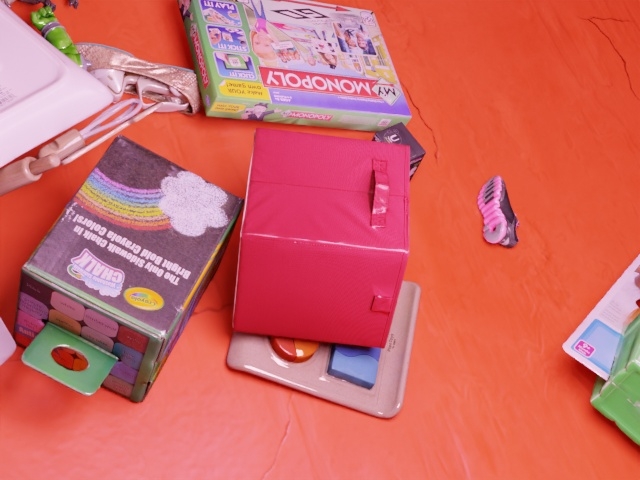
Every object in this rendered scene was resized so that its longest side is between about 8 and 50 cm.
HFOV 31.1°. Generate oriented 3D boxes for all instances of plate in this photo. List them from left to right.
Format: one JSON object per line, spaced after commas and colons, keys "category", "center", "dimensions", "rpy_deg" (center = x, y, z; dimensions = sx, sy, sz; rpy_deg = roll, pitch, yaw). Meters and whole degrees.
{"category": "plate", "center": [-0.442, -0.206, 1.414], "dimensions": [0.278, 0.045, 0.277], "rpy_deg": [39, 51, 17]}

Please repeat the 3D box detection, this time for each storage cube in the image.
{"category": "storage cube", "center": [0.000, 0.000, 1.404], "dimensions": [0.193, 0.215, 0.184], "rpy_deg": [7, 49, -3]}

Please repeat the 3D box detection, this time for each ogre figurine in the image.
{"category": "ogre figurine", "center": [-0.394, -0.217, 1.533], "dimensions": [0.118, 0.097, 0.197], "rpy_deg": [34, 48, 15]}

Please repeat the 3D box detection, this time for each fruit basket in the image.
{"category": "fruit basket", "center": [0.532, 0.154, 1.549], "dimensions": [0.327, 0.165, 0.353], "rpy_deg": [42, 51, 12]}

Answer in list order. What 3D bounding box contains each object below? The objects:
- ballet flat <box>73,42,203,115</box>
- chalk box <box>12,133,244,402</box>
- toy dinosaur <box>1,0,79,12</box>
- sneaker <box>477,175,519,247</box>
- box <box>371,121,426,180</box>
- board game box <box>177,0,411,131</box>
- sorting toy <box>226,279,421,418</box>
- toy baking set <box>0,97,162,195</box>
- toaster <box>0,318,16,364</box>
{"category": "ballet flat", "center": [-0.257, -0.219, 1.597], "dimensions": [0.206, 0.073, 0.067], "rpy_deg": [11, 63, -8]}
{"category": "chalk box", "center": [-0.240, 0.059, 1.348], "dimensions": [0.180, 0.179, 0.289], "rpy_deg": [28, 54, 0]}
{"category": "toy dinosaur", "center": [-0.417, -0.359, 1.645], "dimensions": [0.118, 0.064, 0.268], "rpy_deg": [25, 49, 7]}
{"category": "sneaker", "center": [0.263, -0.039, 1.670], "dimensions": [0.057, 0.047, 0.119], "rpy_deg": [24, 50, -30]}
{"category": "box", "center": [0.101, -0.115, 1.634], "dimensions": [0.052, 0.083, 0.062], "rpy_deg": [-25, 68, -30]}
{"category": "board game box", "center": [-0.036, -0.263, 1.678], "dimensions": [0.317, 0.046, 0.213], "rpy_deg": [2, 56, -30]}
{"category": "sorting toy", "center": [0.020, 0.066, 1.512], "dimensions": [0.229, 0.041, 0.307], "rpy_deg": [18, 54, -6]}
{"category": "toy baking set", "center": [-0.319, -0.118, 1.419], "dimensions": [0.030, 0.256, 0.197], "rpy_deg": [61, 41, -16]}
{"category": "toaster", "center": [-0.457, 0.109, 1.255], "dimensions": [0.185, 0.110, 0.168], "rpy_deg": [24, 53, 29]}
